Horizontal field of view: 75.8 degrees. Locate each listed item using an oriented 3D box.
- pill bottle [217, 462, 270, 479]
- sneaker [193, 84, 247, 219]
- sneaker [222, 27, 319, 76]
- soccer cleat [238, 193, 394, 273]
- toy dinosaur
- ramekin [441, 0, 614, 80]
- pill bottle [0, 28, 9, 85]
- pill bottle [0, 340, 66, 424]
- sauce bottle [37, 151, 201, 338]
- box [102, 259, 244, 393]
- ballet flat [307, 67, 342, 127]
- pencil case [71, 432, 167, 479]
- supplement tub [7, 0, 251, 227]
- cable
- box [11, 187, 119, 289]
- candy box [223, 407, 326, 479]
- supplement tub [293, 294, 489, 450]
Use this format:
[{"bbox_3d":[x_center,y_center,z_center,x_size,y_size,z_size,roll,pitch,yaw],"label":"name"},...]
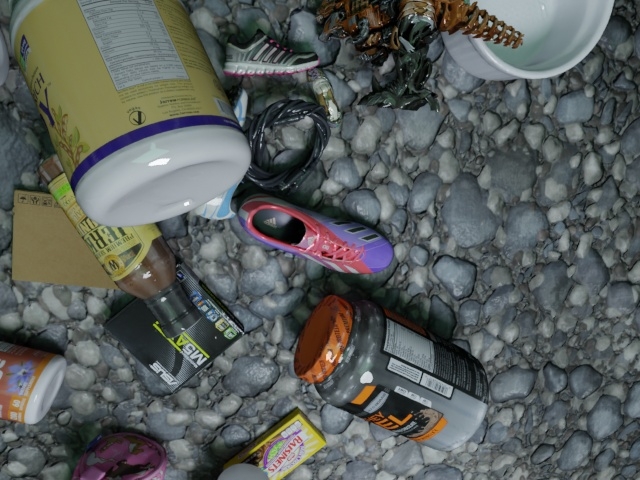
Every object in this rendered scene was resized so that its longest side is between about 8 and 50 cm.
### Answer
[{"bbox_3d":[-0.179,0.594,0.825,0.152,0.152,0.272,13,108,-12],"label":"pill bottle"},{"bbox_3d":[-0.167,-0.154,0.734,0.086,0.085,0.237,11,95,-43],"label":"sneaker"},{"bbox_3d":[-0.086,-0.326,0.711,0.170,0.063,0.075,-4,109,-4],"label":"sneaker"},{"bbox_3d":[0.000,0.000,0.767,0.318,0.116,0.109,20,98,-13],"label":"soccer cleat"},{"bbox_3d":[0.139,-0.326,0.667,0.164,0.321,0.219,-12,114,-43],"label":"toy dinosaur"},{"bbox_3d":[0.350,-0.423,0.730,0.277,0.135,0.277,-2,103,-10],"label":"ramekin"},{"bbox_3d":[-0.622,-0.282,0.585,0.263,0.146,0.146,-7,103,-8],"label":"pill bottle"},{"bbox_3d":[-0.580,0.236,0.714,0.216,0.121,0.121,18,98,-13],"label":"pill bottle"},{"bbox_3d":[-0.319,0.005,0.688,0.111,0.111,0.345,-32,100,-2],"label":"sauce bottle"},{"bbox_3d":[-0.276,0.167,0.792,0.184,0.045,0.191,-39,104,-3],"label":"box"},{"bbox_3d":[0.011,-0.264,0.754,0.041,0.041,0.114,-25,105,-4],"label":"ballet flat"},{"bbox_3d":[-0.421,0.578,0.795,0.167,0.160,0.386,14,100,-13],"label":"pencil case"},{"bbox_3d":[-0.267,-0.212,0.582,0.241,0.241,0.332,-25,85,-4],"label":"supplement tub"},{"bbox_3d":[-0.060,-0.175,0.734,0.184,0.047,0.150,-50,126,4],"label":"cable"},{"bbox_3d":[-0.440,0.002,0.741,0.201,0.021,0.165,7,100,-11],"label":"box"},{"bbox_3d":[-0.098,0.466,0.895,0.205,0.027,0.105,-38,109,0],"label":"candy box"},{"bbox_3d":[0.132,0.249,0.797,0.337,0.207,0.207,28,96,-13],"label":"supplement tub"}]
